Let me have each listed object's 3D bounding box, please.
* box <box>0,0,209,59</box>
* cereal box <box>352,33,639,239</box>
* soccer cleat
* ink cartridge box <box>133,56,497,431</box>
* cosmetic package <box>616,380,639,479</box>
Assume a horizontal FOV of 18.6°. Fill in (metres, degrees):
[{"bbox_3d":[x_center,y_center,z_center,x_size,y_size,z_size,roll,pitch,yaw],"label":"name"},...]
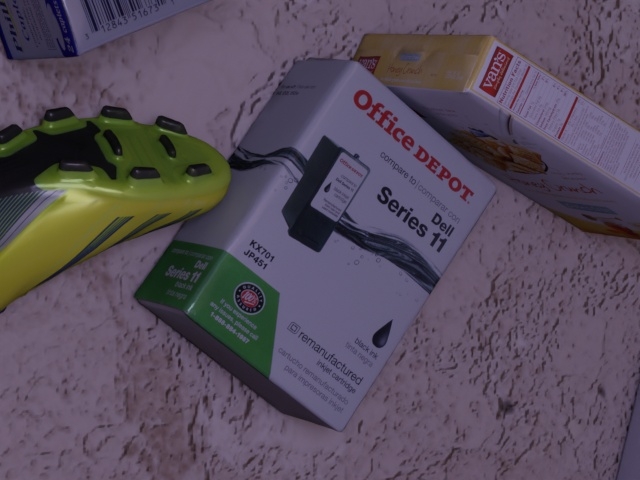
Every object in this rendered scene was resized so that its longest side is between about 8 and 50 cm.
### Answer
[{"bbox_3d":[-0.130,-0.167,1.208,0.126,0.137,0.072,-26,105,-24],"label":"box"},{"bbox_3d":[0.152,-0.068,1.347,0.240,0.173,0.047,28,82,-26],"label":"cereal box"},{"bbox_3d":[-0.191,-0.005,1.235,0.289,0.093,0.121,-16,132,-30],"label":"soccer cleat"},{"bbox_3d":[0.000,0.000,1.320,0.153,0.087,0.208,39,76,-26],"label":"ink cartridge box"},{"bbox_3d":[0.314,0.291,1.444,0.156,0.217,0.385,13,87,-28],"label":"cosmetic package"}]
